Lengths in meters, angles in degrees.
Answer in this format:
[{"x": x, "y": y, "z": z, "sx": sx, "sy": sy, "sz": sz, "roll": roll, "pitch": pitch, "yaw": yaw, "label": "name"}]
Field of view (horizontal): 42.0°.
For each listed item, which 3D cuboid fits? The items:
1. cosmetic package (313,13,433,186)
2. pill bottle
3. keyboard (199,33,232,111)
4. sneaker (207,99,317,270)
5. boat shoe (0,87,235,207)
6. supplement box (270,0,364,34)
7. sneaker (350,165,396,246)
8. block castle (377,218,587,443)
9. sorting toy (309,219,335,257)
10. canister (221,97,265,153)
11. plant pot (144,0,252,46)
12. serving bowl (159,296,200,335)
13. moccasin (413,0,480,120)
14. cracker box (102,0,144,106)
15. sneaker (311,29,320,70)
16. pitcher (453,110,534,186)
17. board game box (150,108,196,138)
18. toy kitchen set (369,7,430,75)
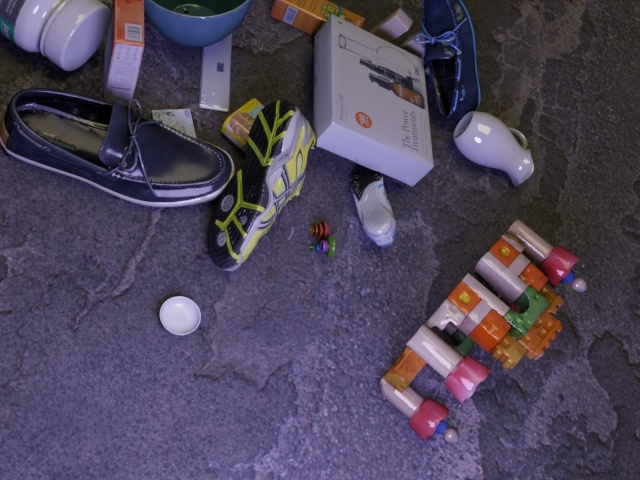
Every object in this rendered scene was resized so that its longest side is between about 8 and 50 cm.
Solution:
[{"x": 0.124, "y": -0.342, "z": 2.016, "sx": 0.284, "sy": 0.097, "sz": 0.377, "roll": 18, "pitch": 50, "yaw": -23, "label": "cosmetic package"}, {"x": -0.657, "y": -0.547, "z": 1.830, "sx": 0.361, "sy": 0.204, "sz": 0.204, "roll": 36, "pitch": 57, "yaw": 2, "label": "pill bottle"}, {"x": -0.254, "y": -0.423, "z": 2.030, "sx": 0.072, "sy": 0.014, "sz": 0.256, "roll": 10, "pitch": 60, "yaw": -21, "label": "keyboard"}, {"x": -0.110, "y": -0.103, "z": 1.792, "sx": 0.147, "sy": 0.145, "sz": 0.385, "roll": 31, "pitch": 82, "yaw": -46, "label": "sneaker"}, {"x": -0.421, "y": -0.198, "z": 1.751, "sx": 0.500, "sy": 0.156, "sz": 0.187, "roll": 15, "pitch": 64, "yaw": -12, "label": "boat shoe"}, {"x": -0.007, "y": -0.582, "z": 2.168, "sx": 0.233, "sy": 0.080, "sz": 0.078, "roll": 24, "pitch": 59, "yaw": -9, "label": "supplement box"}, {"x": 0.124, "y": -0.086, "z": 1.958, "sx": 0.085, "sy": 0.086, "sz": 0.237, "roll": -13, "pitch": 52, "yaw": 4, "label": "sneaker"}, {"x": 0.349, "y": 0.194, "z": 1.749, "sx": 0.213, "sy": 0.303, "sz": 0.453, "roll": 41, "pitch": 56, "yaw": 12, "label": "block castle"}, {"x": 0.000, "y": 0.000, "z": 1.865, "sx": 0.042, "sy": 0.061, "sz": 0.102, "roll": 2, "pitch": 39, "yaw": -19, "label": "sorting toy"}, {"x": -0.131, "y": -0.238, "z": 1.938, "sx": 0.170, "sy": 0.073, "sz": 0.126, "roll": 42, "pitch": 57, "yaw": 7, "label": "canister"}, {"x": -0.300, "y": -0.572, "z": 1.972, "sx": 0.290, "sy": 0.195, "sz": 0.290, "roll": 5, "pitch": 61, "yaw": -9, "label": "plant pot"}, {"x": -0.286, "y": 0.157, "z": 1.691, "sx": 0.083, "sy": 0.027, "sz": 0.083, "roll": 9, "pitch": 60, "yaw": -15, "label": "serving bowl"}, {"x": 0.324, "y": -0.473, "z": 2.106, "sx": 0.117, "sy": 0.137, "sz": 0.342, "roll": -24, "pitch": 99, "yaw": -38, "label": "moccasin"}, {"x": -0.433, "y": -0.415, "z": 1.825, "sx": 0.067, "sy": 0.232, "sz": 0.156, "roll": 4, "pitch": 62, "yaw": -20, "label": "cracker box"}, {"x": 0.012, "y": -0.459, "z": 2.123, "sx": 0.089, "sy": 0.051, "sz": 0.170, "roll": -32, "pitch": 81, "yaw": -36, "label": "sneaker"}, {"x": 0.449, "y": -0.258, "z": 2.145, "sx": 0.207, "sy": 0.125, "sz": 0.178, "roll": 31, "pitch": 43, "yaw": -15, "label": "pitcher"}, {"x": -0.335, "y": -0.258, "z": 1.903, "sx": 0.090, "sy": 0.020, "sz": 0.090, "roll": -6, "pitch": 65, "yaw": -21, "label": "board game box"}, {"x": 0.261, "y": -0.554, "z": 2.251, "sx": 0.207, "sy": 0.122, "sz": 0.166, "roll": 42, "pitch": 54, "yaw": -19, "label": "toy kitchen set"}]
